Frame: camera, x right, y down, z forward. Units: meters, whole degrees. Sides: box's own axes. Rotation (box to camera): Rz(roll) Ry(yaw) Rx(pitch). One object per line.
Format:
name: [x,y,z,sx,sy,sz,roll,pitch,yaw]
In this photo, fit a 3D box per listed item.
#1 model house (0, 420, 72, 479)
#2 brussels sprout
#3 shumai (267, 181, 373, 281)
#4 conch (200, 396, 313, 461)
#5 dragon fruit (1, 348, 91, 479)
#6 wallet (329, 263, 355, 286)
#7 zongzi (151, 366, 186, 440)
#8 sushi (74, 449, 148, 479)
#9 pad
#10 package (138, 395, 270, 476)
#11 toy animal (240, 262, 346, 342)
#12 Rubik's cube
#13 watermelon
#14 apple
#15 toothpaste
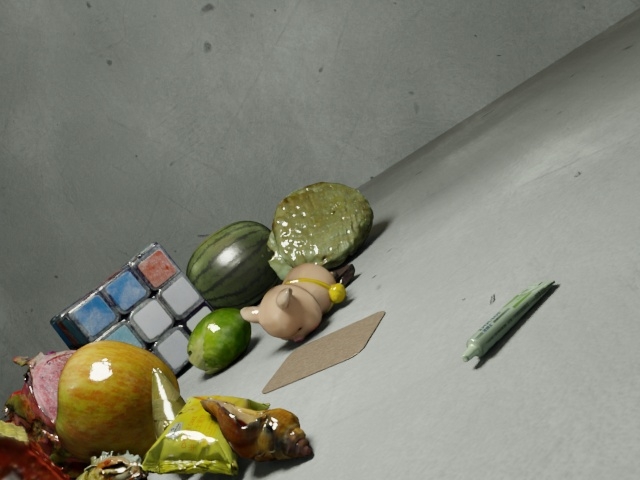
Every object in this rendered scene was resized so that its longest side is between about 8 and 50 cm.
model house: [-0.575,0.404,1.228,0.160,0.254,0.196,-41,13,-24]
brussels sprout: [-0.260,0.251,1.778,0.161,0.144,0.181,14,69,53]
shumai: [0.000,0.000,2.141,0.330,0.292,0.288,-29,-30,-16]
conch: [-0.103,0.293,1.064,0.232,0.080,0.086,0,-5,27]
dragon fruit: [-0.606,0.438,1.681,0.296,0.314,0.263,-9,-42,-53]
wallet: [-0.022,0.138,1.833,0.182,0.049,0.229,-42,10,-28]
zongzi: [-0.268,0.326,1.276,0.078,0.176,0.160,-16,4,-23]
sushi: [-0.415,0.459,1.322,0.226,0.097,0.103,-32,9,18]
pad: [0.005,0.224,1.393,0.266,0.002,0.176,-29,10,32]
package: [-0.188,0.324,1.172,0.168,0.090,0.226,-1,14,10]
toy animal: [-0.043,0.138,1.607,0.165,0.149,0.248,-42,-7,35]
Rubik's cube: [-0.563,0.263,2.115,0.362,0.363,0.359,-43,8,-28]
watermelon: [-0.267,0.081,2.303,0.359,0.279,0.279,-37,9,-4]
apple: [-0.418,0.340,1.455,0.264,0.264,0.264,-33,8,5]
toothpaste: [0.262,0.110,0.981,0.197,0.029,0.048,-35,8,-30]
